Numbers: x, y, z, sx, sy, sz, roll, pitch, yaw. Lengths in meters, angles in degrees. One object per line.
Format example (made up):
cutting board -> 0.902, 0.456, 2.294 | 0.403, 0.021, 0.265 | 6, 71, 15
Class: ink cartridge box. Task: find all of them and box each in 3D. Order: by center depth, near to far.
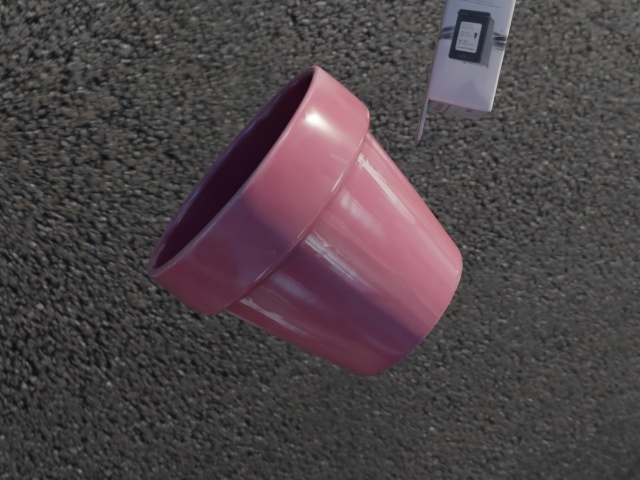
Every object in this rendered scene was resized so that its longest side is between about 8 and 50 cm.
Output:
ink cartridge box -> 0.136, -0.173, 0.791 | 0.060, 0.104, 0.180 | 12, 95, 3

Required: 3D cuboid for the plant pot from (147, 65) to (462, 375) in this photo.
plant pot -> 0.000, 0.000, 0.644 | 0.180, 0.201, 0.201 | 39, 79, -15
